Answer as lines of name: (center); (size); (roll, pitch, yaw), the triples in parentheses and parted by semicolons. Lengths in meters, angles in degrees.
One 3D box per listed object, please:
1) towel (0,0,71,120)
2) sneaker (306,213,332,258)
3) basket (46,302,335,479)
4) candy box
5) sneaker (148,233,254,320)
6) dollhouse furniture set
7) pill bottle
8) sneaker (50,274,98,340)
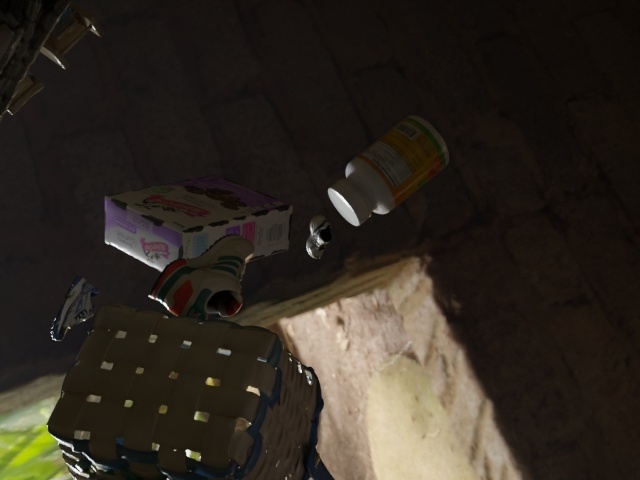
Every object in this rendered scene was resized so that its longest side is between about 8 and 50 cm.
towel: (-0.326, -0.179, 0.637); (0.284, 0.121, 0.235); (-47, 37, 24)
sneaker: (0.000, 0.000, 1.187); (0.037, 0.032, 0.083); (37, 139, 37)
basket: (-0.120, 0.194, 0.721); (0.289, 0.254, 0.201); (70, -150, -57)
candy box: (-0.164, -0.023, 0.994); (0.165, 0.196, 0.070); (23, 116, 36)
sneaker: (-0.106, 0.046, 0.773); (0.075, 0.161, 0.057); (40, 117, 12)
dollhouse furniture set: (-0.444, -0.309, 1.056); (0.129, 0.184, 0.129); (36, 165, 26)
pill bottle: (0.141, -0.143, 1.555); (0.136, 0.245, 0.136); (48, 167, 15)
sneaker: (-0.429, 0.123, 1.294); (0.052, 0.058, 0.135); (-44, 24, 42)
